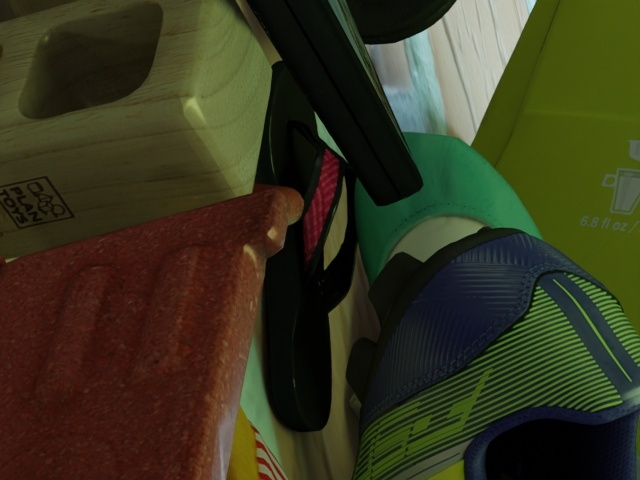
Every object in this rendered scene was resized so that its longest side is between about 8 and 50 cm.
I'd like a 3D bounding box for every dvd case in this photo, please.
[{"bbox_3d":[-0.036,-0.149,0.602,0.180,0.022,0.253,55,12,-65],"label":"dvd case"}]

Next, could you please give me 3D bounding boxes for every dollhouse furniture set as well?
[{"bbox_3d":[-0.038,0.022,0.536,0.374,0.152,0.201,-81,153,-46],"label":"dollhouse furniture set"}]

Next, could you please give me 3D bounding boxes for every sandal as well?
[{"bbox_3d":[0.000,0.000,0.831,0.067,0.040,0.179,39,42,-60],"label":"sandal"}]

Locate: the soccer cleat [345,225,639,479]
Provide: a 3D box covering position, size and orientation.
[{"bbox_3d":[0.055,0.128,0.675,0.121,0.093,0.289,45,-40,37],"label":"soccer cleat"}]

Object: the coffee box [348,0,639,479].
[{"bbox_3d":[0.273,0.063,0.979,0.338,0.338,0.334,-63,143,-27],"label":"coffee box"}]

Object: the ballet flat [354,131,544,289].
[{"bbox_3d":[0.074,0.063,0.780,0.087,0.083,0.247,3,67,-76],"label":"ballet flat"}]

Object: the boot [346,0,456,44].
[{"bbox_3d":[0.047,-0.245,0.977,0.260,0.131,0.347,28,52,-66],"label":"boot"}]
